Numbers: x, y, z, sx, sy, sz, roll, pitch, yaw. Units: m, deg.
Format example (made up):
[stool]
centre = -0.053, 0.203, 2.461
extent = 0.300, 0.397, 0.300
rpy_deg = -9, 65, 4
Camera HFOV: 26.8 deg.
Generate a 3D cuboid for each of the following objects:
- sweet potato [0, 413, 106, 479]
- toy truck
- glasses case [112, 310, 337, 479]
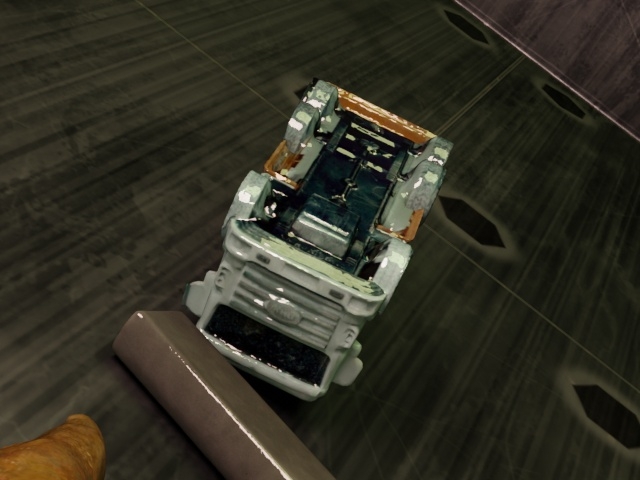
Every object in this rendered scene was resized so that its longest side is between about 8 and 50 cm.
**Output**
[sweet potato]
centre = -0.148, 0.158, 0.630
extent = 0.097, 0.097, 0.292
rpy_deg = 29, 23, -16
[toy truck]
centre = 0.000, 0.000, 1.046
extent = 0.136, 0.162, 0.305
rpy_deg = 26, 29, 2
[glasses case]
centre = -0.058, 0.121, 0.886
extent = 0.190, 0.042, 0.072
rpy_deg = 45, 19, 20
